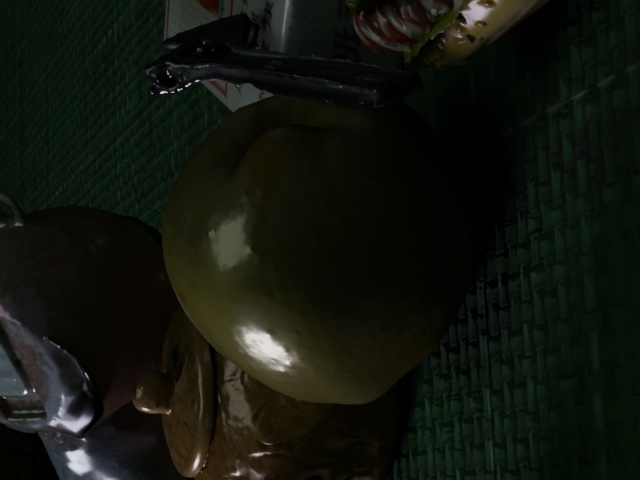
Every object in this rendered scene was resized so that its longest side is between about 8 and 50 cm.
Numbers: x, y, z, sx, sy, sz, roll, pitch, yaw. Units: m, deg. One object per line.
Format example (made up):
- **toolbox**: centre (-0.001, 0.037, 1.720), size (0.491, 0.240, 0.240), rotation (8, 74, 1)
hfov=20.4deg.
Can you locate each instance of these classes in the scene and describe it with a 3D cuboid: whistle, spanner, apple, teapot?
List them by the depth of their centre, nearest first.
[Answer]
- **apple**: centre (0.000, 0.000, 1.066), size (0.200, 0.200, 0.200), rotation (-179, 90, -72)
- **spanner**: centre (-0.028, -0.104, 1.076), size (0.325, 0.093, 0.026), rotation (20, 133, 61)
- **teapot**: centre (-0.050, 0.093, 1.238), size (0.203, 0.167, 0.311), rotation (118, 148, -56)
- **whistle**: centre (-0.164, 0.109, 1.344), size (0.348, 0.189, 0.189), rotation (68, 169, -20)

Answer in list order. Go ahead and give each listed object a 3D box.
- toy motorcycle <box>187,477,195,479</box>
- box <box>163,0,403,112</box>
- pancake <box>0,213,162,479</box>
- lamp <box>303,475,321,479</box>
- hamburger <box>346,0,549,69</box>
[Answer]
- **toy motorcycle**: centre (-0.082, 0.234, 1.436), size (0.173, 0.108, 0.307), rotation (-149, 60, -63)
- **box**: centre (-0.031, -0.206, 1.308), size (0.330, 0.095, 0.210), rotation (-136, 49, -63)
- **pancake**: centre (-0.192, 0.140, 1.511), size (0.065, 0.356, 0.356), rotation (2, 91, 29)
- **lamp**: centre (0.022, 0.245, 0.943), size (0.284, 0.250, 0.250), rotation (3, -92, -70)
- **hamburger**: centre (0.077, -0.186, 0.947), size (0.210, 0.116, 0.173), rotation (141, 130, -67)
